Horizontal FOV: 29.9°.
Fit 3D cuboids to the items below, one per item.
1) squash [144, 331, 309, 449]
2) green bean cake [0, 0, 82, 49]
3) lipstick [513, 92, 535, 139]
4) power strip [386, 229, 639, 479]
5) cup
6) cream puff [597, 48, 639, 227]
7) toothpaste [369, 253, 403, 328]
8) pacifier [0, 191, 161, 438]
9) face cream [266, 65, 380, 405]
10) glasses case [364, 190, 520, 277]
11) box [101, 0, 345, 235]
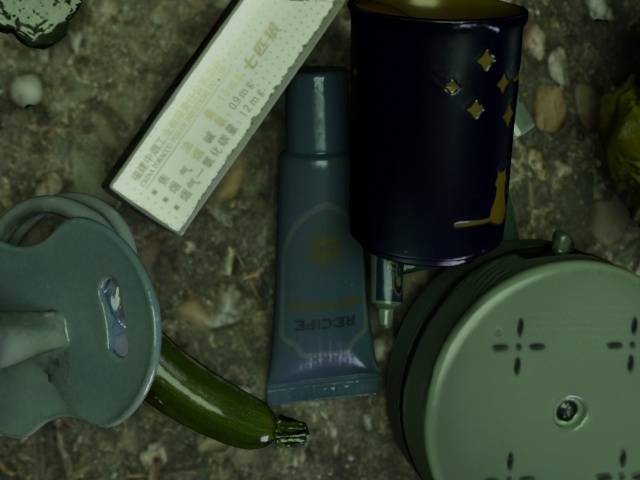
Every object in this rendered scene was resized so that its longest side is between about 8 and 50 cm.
[{"bbox_3d":[-0.158,0.153,1.326,0.318,0.071,0.080,36,104,-8],"label":"squash"},{"bbox_3d":[-0.322,-0.315,1.265,0.185,0.094,0.183,29,85,-12],"label":"green bean cake"},{"bbox_3d":[0.165,-0.233,1.389,0.059,0.059,0.264,-32,98,-9],"label":"lipstick"},{"bbox_3d":[0.252,0.162,1.351,0.357,0.161,0.357,-2,100,-13],"label":"power strip"},{"bbox_3d":[0.150,-0.122,1.246,0.255,0.178,0.256,-11,114,-27],"label":"cup"},{"bbox_3d":[0.471,-0.141,1.372,0.378,0.275,0.378,10,74,-38],"label":"cream puff"},{"bbox_3d":[0.075,0.001,1.349,0.057,0.035,0.197,1,89,-27],"label":"toothpaste"},{"bbox_3d":[-0.306,0.083,1.186,0.299,0.233,0.244,-13,90,32],"label":"pacifier"},{"bbox_3d":[0.000,0.000,1.342,0.136,0.086,0.385,-5,105,-13],"label":"face cream"},{"bbox_3d":[0.137,-0.009,1.400,0.184,0.039,0.077,-12,94,-11],"label":"glasses case"},{"bbox_3d":[-0.098,-0.165,1.258,0.095,0.210,0.330,37,85,-12],"label":"box"}]
